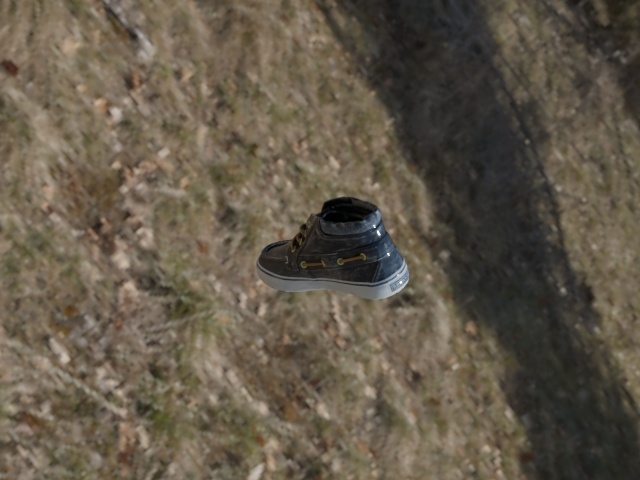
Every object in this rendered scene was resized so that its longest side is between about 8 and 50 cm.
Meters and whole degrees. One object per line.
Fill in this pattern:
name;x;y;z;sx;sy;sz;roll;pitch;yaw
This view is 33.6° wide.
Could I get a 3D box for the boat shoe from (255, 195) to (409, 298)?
boat shoe;0.000;0.000;0.996;0.183;0.065;0.083;4;-55;43
